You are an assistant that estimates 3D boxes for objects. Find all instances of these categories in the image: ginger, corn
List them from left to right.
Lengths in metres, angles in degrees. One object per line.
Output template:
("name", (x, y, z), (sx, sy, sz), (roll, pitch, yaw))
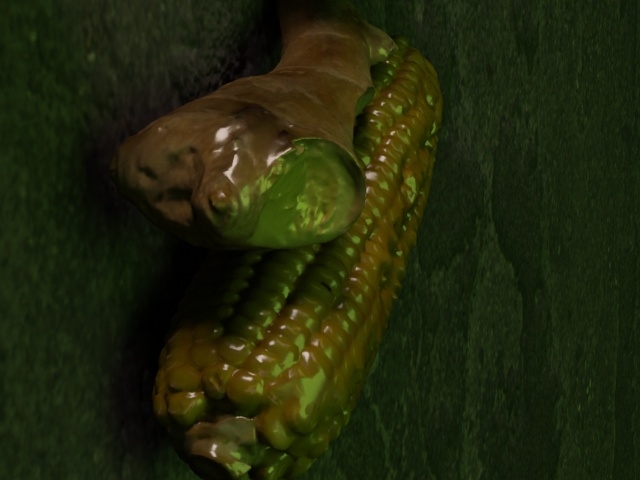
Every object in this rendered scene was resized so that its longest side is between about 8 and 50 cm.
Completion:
("ginger", (-0.027, -0.080, 0.742), (0.294, 0.131, 0.086), (-74, 164, -56))
("corn", (0.000, 0.000, 0.790), (0.363, 0.121, 0.120), (-66, 148, -41))
